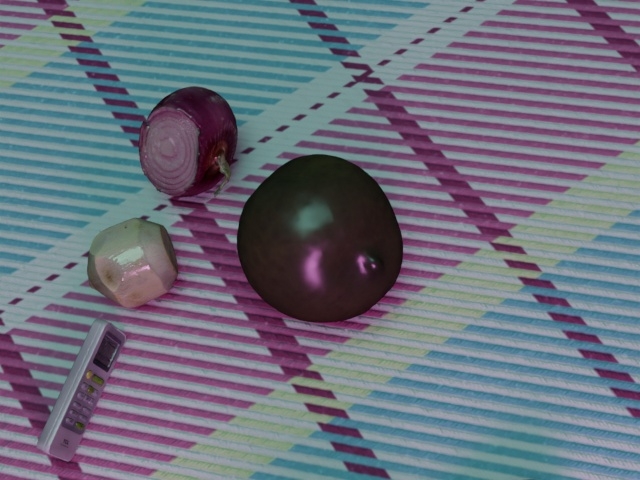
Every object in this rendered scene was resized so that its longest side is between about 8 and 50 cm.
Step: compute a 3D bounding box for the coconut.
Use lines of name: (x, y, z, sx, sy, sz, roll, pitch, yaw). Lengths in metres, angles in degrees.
coconut: (-0.353, 0.042, 1.682, 0.162, 0.161, 0.161, -18, 67, 0)

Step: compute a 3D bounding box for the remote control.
remote control: (-0.426, 0.268, 1.629, 0.034, 0.103, 0.250, 15, 70, 16)

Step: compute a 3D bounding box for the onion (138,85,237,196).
onion: (-0.242, -0.193, 1.739, 0.201, 0.207, 0.200, -13, 22, 6)

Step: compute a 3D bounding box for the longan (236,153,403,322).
longan: (0.000, 0.002, 1.587, 0.297, 0.297, 0.297, -3, 68, 7)
